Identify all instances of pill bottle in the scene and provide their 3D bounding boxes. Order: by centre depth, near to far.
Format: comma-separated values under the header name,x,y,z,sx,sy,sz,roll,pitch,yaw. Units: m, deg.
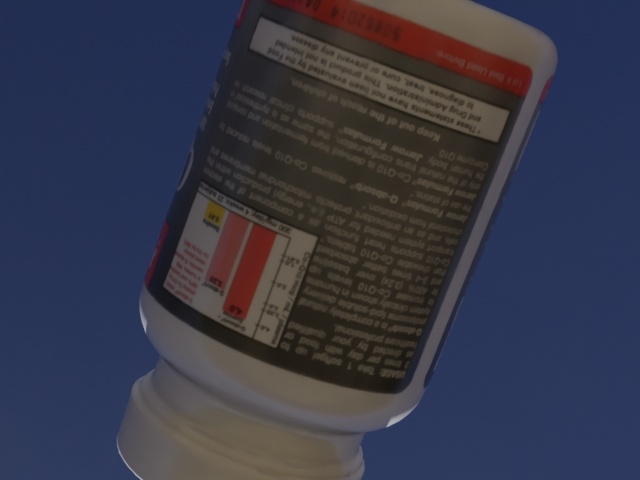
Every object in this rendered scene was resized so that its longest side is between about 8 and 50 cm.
name,x,y,z,sx,sy,sz,roll,pitch,yaw
pill bottle,0.000,0.000,0.850,0.210,0.210,0.363,17,-80,-21
